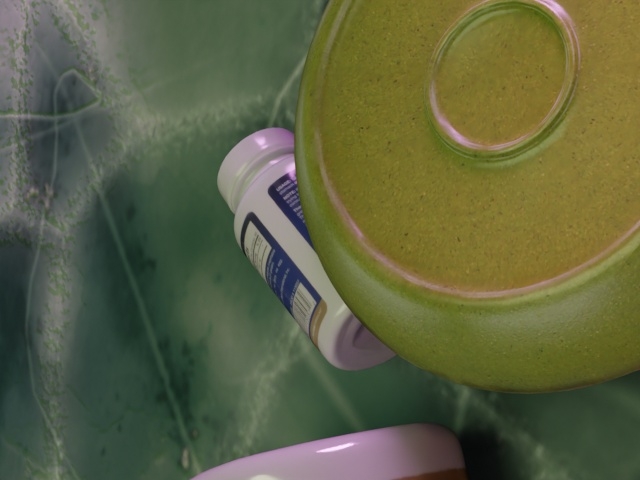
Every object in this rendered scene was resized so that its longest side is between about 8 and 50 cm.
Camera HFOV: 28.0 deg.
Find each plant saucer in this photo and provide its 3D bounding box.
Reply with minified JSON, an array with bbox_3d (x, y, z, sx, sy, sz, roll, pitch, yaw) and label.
[{"bbox_3d":[0.078,-0.061,0.511,0.241,0.037,0.241,-10,72,34],"label":"plant saucer"}]

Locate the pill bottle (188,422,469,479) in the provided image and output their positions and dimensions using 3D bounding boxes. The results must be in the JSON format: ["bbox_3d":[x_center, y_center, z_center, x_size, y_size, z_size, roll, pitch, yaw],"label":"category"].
[{"bbox_3d":[0.022,0.203,0.547,0.131,0.131,0.229,-27,70,44],"label":"pill bottle"}]

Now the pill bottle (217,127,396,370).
[{"bbox_3d":[0.000,0.000,0.619,0.120,0.067,0.067,51,124,34],"label":"pill bottle"}]
